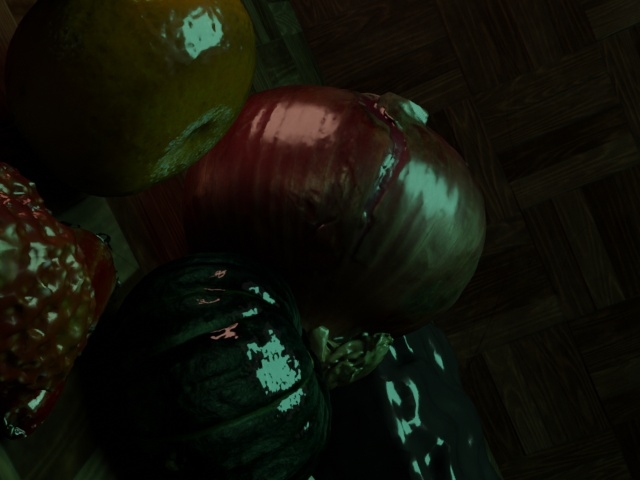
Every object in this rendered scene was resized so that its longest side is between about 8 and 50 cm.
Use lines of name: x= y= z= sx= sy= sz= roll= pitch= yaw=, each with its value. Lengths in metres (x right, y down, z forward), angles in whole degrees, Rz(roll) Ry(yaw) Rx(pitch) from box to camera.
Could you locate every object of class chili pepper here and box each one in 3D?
chili pepper: x=-0.192 y=0.071 z=0.671 sx=0.169 sy=0.065 sz=0.088 roll=-84 pitch=171 yaw=-52

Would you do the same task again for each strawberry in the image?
strawberry: x=-0.204 y=0.004 z=0.530 sx=0.236 sy=0.107 sz=0.175 roll=11 pitch=65 yaw=-60

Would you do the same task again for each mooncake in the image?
mooncake: x=0.102 y=0.267 z=1.247 sx=0.381 sy=0.212 sz=0.350 roll=66 pitch=18 yaw=5

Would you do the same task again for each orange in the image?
orange: x=-0.158 y=-0.143 z=0.808 sx=0.170 sy=0.224 sz=0.224 roll=48 pitch=11 yaw=6

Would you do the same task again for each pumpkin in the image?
pumpkin: x=-0.081 y=0.117 z=0.802 sx=0.220 sy=0.162 sz=0.220 roll=-15 pitch=90 yaw=-86

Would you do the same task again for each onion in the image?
onion: x=0.020 y=-0.024 z=1.080 sx=0.353 sy=0.354 sz=0.353 roll=-23 pitch=90 yaw=-78

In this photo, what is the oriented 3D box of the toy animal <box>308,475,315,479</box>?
toy animal: x=-0.058 y=0.197 z=0.983 sx=0.127 sy=0.131 sz=0.181 roll=108 pitch=-20 yaw=-56
